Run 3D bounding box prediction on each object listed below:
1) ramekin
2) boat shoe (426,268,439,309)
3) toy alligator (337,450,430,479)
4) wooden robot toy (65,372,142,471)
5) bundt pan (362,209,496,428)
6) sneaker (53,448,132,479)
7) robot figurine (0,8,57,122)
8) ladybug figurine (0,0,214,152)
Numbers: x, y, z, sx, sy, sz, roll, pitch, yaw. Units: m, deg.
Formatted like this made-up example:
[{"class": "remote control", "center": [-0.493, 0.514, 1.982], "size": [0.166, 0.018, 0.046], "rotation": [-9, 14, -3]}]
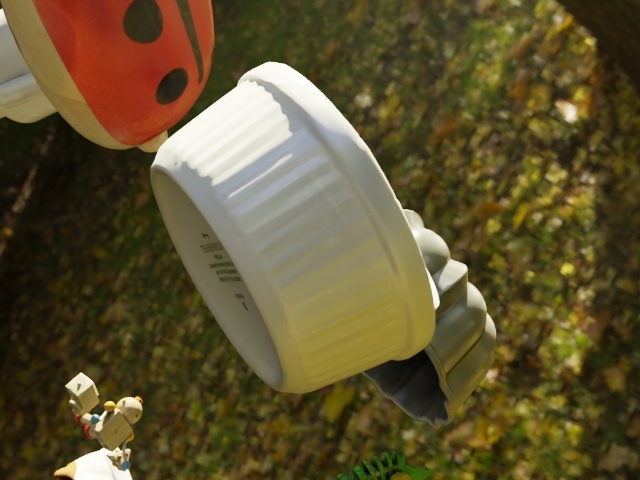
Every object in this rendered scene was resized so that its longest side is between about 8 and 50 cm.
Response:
[{"class": "ramekin", "center": [-0.033, 0.003, 1.035], "size": [0.127, 0.272, 0.273], "rotation": [-31, 14, -15]}, {"class": "boat shoe", "center": [0.000, 0.000, 1.395], "size": [0.102, 0.301, 0.108], "rotation": [-55, -18, 24]}, {"class": "toy alligator", "center": [0.047, 0.302, 1.565], "size": [0.056, 0.190, 0.051], "rotation": [-160, 53, -70]}, {"class": "wooden robot toy", "center": [-0.276, 0.228, 1.672], "size": [0.076, 0.173, 0.079], "rotation": [19, 53, 45]}, {"class": "bundt pan", "center": [0.098, 0.072, 1.609], "size": [0.124, 0.330, 0.331], "rotation": [-38, 14, -16]}, {"class": "sneaker", "center": [-0.292, 0.425, 1.752], "size": [0.290, 0.123, 0.105], "rotation": [56, 153, 39]}, {"class": "robot figurine", "center": [-0.463, -0.332, 2.186], "size": [0.354, 0.199, 0.300], "rotation": [-20, 35, 25]}, {"class": "ladybug figurine", "center": [-0.241, -0.314, 1.479], "size": [0.162, 0.449, 0.305], "rotation": [-3, 30, 26]}]
